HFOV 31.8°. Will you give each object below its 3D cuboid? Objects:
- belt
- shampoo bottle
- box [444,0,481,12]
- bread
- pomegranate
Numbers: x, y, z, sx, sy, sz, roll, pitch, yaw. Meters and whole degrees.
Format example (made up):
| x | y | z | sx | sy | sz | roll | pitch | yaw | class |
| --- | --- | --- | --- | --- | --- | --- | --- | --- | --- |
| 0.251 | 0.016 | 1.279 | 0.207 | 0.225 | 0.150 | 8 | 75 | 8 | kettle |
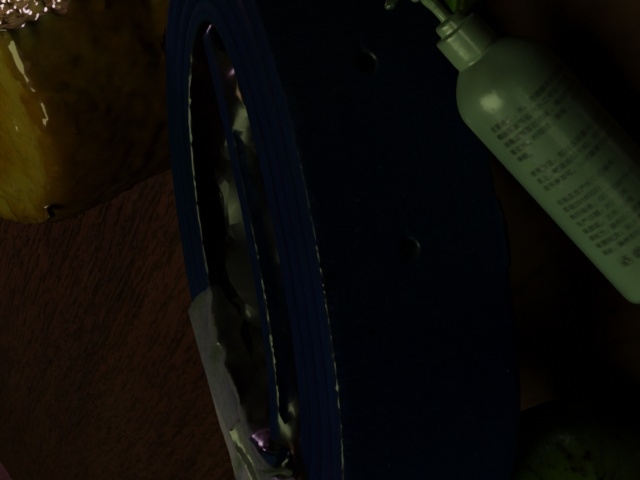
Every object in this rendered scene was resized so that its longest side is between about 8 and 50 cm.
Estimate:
| x | y | z | sx | sy | sz | roll | pitch | yaw | class |
| --- | --- | --- | --- | --- | --- | --- | --- | --- | --- |
| 0.000 | 0.000 | 0.634 | 0.212 | 0.117 | 0.347 | -12 | 89 | 64 | belt |
| 0.108 | -0.056 | 0.543 | 0.195 | 0.056 | 0.056 | 47 | 152 | -7 | shampoo bottle |
| 0.020 | -0.203 | 0.435 | 0.173 | 0.043 | 0.311 | 53 | -177 | 8 | box |
| -0.199 | -0.111 | 0.853 | 0.340 | 0.194 | 0.179 | 11 | 126 | 47 | bread |
| 0.169 | 0.167 | 0.635 | 0.191 | 0.131 | 0.152 | -7 | 109 | 51 | pomegranate |
